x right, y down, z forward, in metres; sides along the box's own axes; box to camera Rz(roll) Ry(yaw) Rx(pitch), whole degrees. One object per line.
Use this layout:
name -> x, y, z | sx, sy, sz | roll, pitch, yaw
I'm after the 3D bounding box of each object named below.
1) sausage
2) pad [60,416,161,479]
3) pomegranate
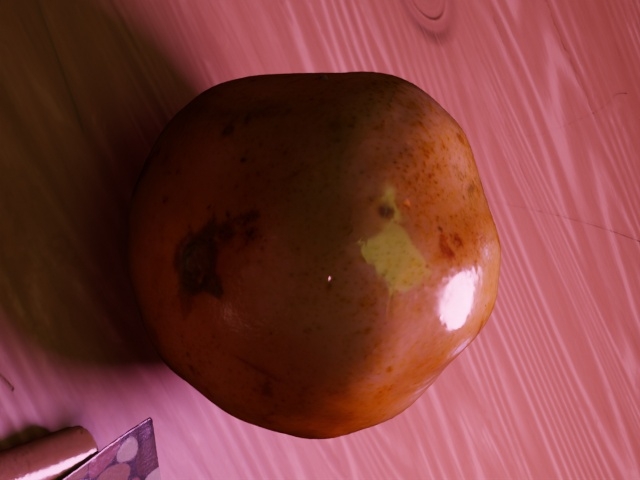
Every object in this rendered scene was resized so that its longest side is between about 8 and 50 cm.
sausage -> -0.333, 0.240, 1.738 | 0.301, 0.066, 0.066 | -12, 96, -51
pad -> -0.210, 0.316, 1.883 | 0.158, 0.003, 0.235 | -35, 128, -47
pomegranate -> 0.000, 0.000, 1.927 | 0.416, 0.416, 0.416 | 7, 80, -50
